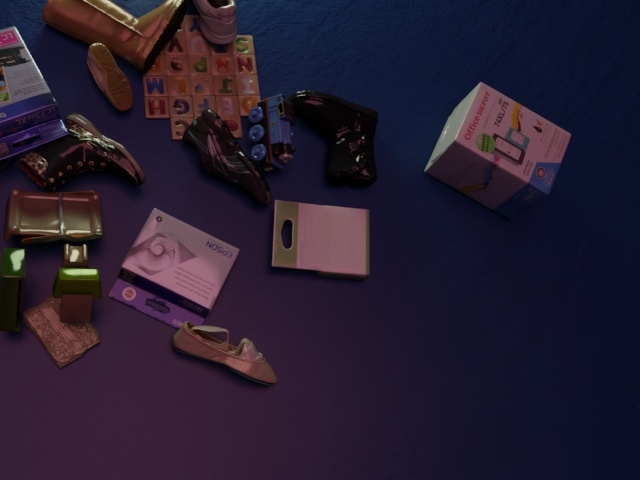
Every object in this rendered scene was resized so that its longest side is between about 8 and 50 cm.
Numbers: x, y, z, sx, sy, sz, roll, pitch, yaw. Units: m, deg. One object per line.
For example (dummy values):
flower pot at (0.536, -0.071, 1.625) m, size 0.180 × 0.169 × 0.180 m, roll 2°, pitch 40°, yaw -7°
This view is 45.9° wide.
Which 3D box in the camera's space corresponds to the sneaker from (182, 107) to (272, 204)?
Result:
sneaker at (-0.218, -0.182, 1.792) m, size 0.106 × 0.101 × 0.267 m, roll -38°, pitch 89°, yaw 2°

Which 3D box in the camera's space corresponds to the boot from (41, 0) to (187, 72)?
boot at (-0.488, -0.556, 1.818) m, size 0.270 × 0.089 × 0.236 m, roll 29°, pitch 67°, yaw -1°

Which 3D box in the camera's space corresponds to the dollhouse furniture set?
dollhouse furniture set at (-0.574, 0.035, 1.616) m, size 0.198 × 0.151 × 0.301 m, roll 3°, pitch 40°, yaw -21°

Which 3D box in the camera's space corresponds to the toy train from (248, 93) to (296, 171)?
toy train at (-0.112, -0.258, 1.817) m, size 0.105 × 0.080 × 0.184 m, roll -13°, pitch 73°, yaw 25°

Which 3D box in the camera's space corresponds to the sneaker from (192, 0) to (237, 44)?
sneaker at (-0.281, -0.641, 1.869) m, size 0.114 × 0.152 × 0.305 m, roll -24°, pitch 73°, yaw -21°

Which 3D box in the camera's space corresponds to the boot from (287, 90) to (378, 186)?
boot at (0.030, -0.247, 1.865) m, size 0.247 × 0.094 × 0.207 m, roll 12°, pitch 66°, yaw -18°

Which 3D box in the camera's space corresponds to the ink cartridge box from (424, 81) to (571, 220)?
ink cartridge box at (0.445, -0.222, 1.918) m, size 0.270 × 0.197 × 0.198 m, roll 28°, pitch 67°, yaw -5°

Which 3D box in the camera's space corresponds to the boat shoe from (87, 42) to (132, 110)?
boat shoe at (-0.498, -0.379, 1.781) m, size 0.063 × 0.059 × 0.170 m, roll -25°, pitch 92°, yaw -35°

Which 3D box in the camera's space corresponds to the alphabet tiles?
alphabet tiles at (-0.296, -0.408, 1.872) m, size 0.285 × 0.011 × 0.342 m, roll -3°, pitch 74°, yaw -17°

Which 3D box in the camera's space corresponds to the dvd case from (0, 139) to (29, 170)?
dvd case at (-0.783, -0.191, 1.664) m, size 0.165 × 0.018 × 0.221 m, roll 34°, pitch 68°, yaw -2°

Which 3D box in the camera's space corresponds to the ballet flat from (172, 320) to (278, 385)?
ballet flat at (-0.198, 0.240, 1.648) m, size 0.249 × 0.086 × 0.086 m, roll 22°, pitch 69°, yaw -9°

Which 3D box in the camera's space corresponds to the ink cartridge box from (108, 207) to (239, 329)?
ink cartridge box at (-0.326, 0.071, 1.693) m, size 0.223 × 0.045 × 0.224 m, roll 26°, pitch 68°, yaw -7°

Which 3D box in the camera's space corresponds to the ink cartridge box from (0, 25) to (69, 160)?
ink cartridge box at (-0.704, -0.328, 1.670) m, size 0.186 × 0.065 × 0.311 m, roll -25°, pitch 69°, yaw -21°

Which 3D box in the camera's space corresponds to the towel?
towel at (-0.550, 0.185, 1.605) m, size 0.110 × 0.027 × 0.148 m, roll -37°, pitch 85°, yaw -23°

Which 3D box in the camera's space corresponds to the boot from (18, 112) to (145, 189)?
boot at (-0.529, -0.159, 1.681) m, size 0.236 × 0.085 × 0.178 m, roll 39°, pitch 60°, yaw 6°

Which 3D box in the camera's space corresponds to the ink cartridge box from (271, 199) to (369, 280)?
ink cartridge box at (0.000, 0.000, 1.802) m, size 0.235 × 0.056 × 0.171 m, roll 5°, pitch 71°, yaw -11°
